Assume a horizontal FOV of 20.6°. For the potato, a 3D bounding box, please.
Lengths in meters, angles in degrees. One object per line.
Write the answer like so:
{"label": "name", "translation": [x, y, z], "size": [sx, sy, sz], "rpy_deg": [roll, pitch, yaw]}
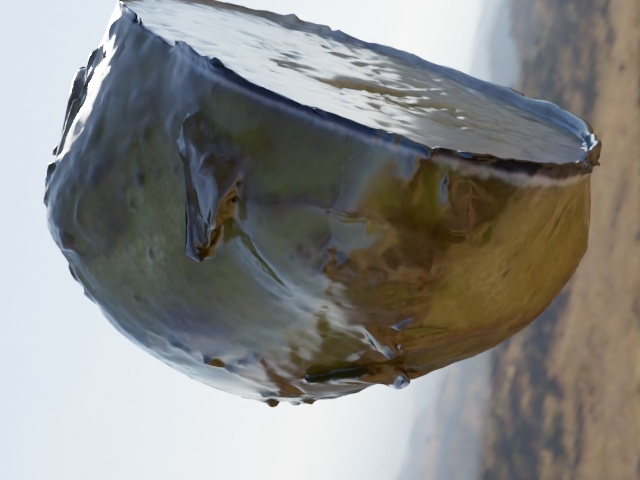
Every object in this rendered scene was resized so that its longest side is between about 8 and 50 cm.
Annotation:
{"label": "potato", "translation": [0.000, 0.000, 0.892], "size": [0.300, 0.247, 0.196], "rpy_deg": [33, 114, 55]}
